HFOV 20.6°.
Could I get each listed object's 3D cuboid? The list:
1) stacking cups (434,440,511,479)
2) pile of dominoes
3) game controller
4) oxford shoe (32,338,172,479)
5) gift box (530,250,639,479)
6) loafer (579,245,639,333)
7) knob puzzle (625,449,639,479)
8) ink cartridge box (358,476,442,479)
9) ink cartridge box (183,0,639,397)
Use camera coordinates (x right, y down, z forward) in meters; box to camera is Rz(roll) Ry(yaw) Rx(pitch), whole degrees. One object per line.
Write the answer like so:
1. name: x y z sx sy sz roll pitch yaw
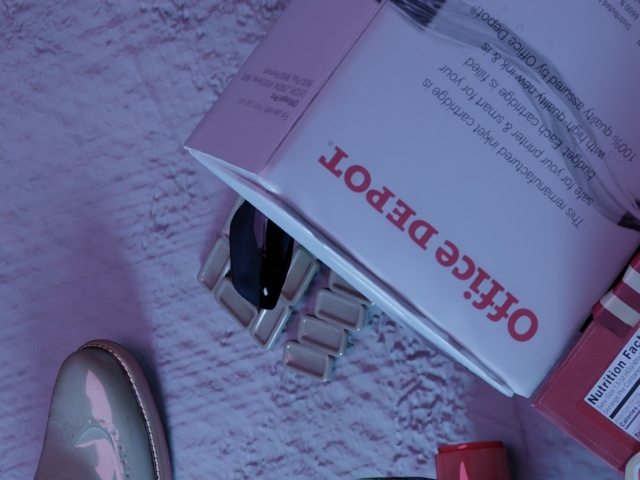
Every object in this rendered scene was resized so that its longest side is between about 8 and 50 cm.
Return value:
1. stacking cups: 0.150 0.329 1.492 0.096 0.096 0.316 -9 79 36
2. pile of dominoes: 0.000 0.000 1.666 0.196 0.040 0.251 46 122 29
3. game controller: -0.039 -0.042 1.497 0.067 0.319 0.166 -5 98 3
4. oxford shoe: -0.244 0.297 1.750 0.140 0.146 0.397 -2 86 38
5. gift box: 0.335 0.087 1.265 0.276 0.258 0.255 41 113 7
6. loafer: 0.255 -0.025 1.433 0.076 0.078 0.223 16 97 36
7. knob puzzle: 0.286 0.195 1.151 0.213 0.030 0.213 5 104 21
8. ink cartridge box: 0.175 0.259 1.347 0.278 0.201 0.117 8 85 17
9. ink cartridge box: 0.135 -0.129 1.301 0.395 0.285 0.166 -53 26 -6
